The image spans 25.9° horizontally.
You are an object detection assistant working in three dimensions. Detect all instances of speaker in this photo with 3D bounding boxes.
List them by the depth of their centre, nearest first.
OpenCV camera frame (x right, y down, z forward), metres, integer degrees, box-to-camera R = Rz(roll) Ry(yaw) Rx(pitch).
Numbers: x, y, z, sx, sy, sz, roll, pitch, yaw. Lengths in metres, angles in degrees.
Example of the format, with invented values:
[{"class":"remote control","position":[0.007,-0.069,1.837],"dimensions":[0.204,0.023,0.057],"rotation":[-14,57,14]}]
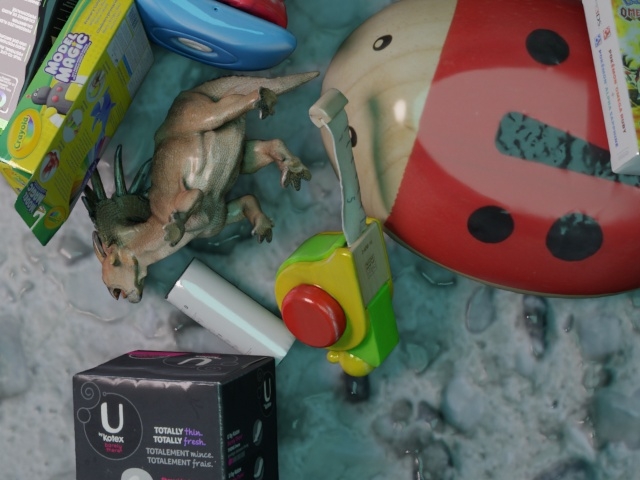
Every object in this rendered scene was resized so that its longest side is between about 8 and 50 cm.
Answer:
[{"class":"speaker","position":[-0.091,0.078,1.432],"dimensions":[0.136,0.055,0.055],"rotation":[36,94,-4]}]

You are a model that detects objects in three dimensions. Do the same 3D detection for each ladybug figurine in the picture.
[{"class":"ladybug figurine","position":[0.219,-0.095,1.365],"dimensions":[0.449,0.162,0.305],"rotation":[14,95,-3]}]

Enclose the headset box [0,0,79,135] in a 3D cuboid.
[{"class":"headset box","position":[-0.345,-0.236,1.334],"dimensions":[0.246,0.131,0.283],"rotation":[22,96,9]}]

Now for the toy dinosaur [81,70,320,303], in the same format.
[{"class":"toy dinosaur","position":[-0.131,-0.078,1.378],"dimensions":[0.127,0.200,0.296],"rotation":[40,76,-44]}]

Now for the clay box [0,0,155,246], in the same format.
[{"class":"clay box","position":[-0.235,-0.114,1.299],"dimensions":[0.053,0.127,0.222],"rotation":[24,74,11]}]

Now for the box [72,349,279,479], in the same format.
[{"class":"box","position":[-0.139,0.254,1.385],"dimensions":[0.165,0.143,0.271],"rotation":[1,97,20]}]

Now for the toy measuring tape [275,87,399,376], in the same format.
[{"class":"toy measuring tape","position":[0.000,0.000,1.367],"dimensions":[0.121,0.121,0.330],"rotation":[-13,123,0]}]

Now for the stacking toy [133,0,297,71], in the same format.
[{"class":"stacking toy","position":[-0.076,-0.328,1.354],"dimensions":[0.175,0.166,0.302],"rotation":[19,84,-13]}]

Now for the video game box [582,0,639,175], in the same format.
[{"class":"video game box","position":[0.350,-0.148,1.285],"dimensions":[0.205,0.048,0.187],"rotation":[3,66,-23]}]
